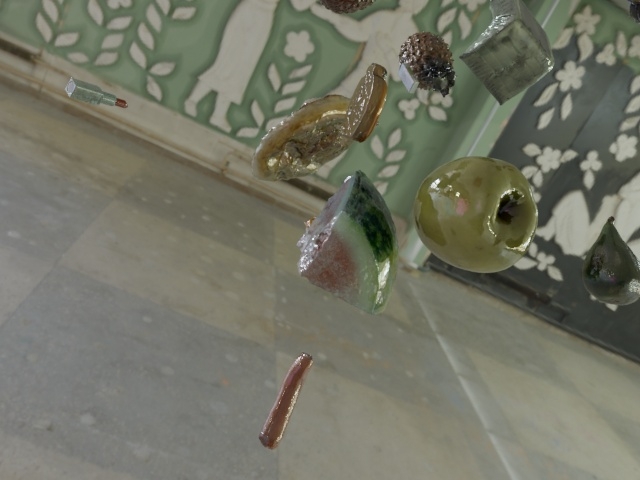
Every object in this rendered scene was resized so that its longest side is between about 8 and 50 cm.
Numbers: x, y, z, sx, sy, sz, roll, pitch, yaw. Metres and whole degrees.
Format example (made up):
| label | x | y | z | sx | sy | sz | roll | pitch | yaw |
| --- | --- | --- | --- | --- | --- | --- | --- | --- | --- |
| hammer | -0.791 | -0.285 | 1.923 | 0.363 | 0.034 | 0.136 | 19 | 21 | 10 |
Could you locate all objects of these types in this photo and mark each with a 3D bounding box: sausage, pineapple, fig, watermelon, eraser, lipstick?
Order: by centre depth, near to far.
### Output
| label | x | y | z | sx | sy | sz | roll | pitch | yaw |
| --- | --- | --- | --- | --- | --- | --- | --- | --- | --- |
| sausage | -0.060 | 0.284 | 1.035 | 0.040 | 0.177 | 0.047 | 24 | -13 | 1 |
| fig | 0.558 | 0.038 | 1.122 | 0.117 | 0.117 | 0.178 | 20 | 54 | -28 |
| lipstick | -0.436 | -0.285 | 1.153 | 0.129 | 0.030 | 0.030 | 7 | 39 | -54 |
| watermelon | 0.059 | 0.011 | 1.288 | 0.231 | 0.311 | 0.193 | -7 | 16 | 0 |
| eraser | 0.233 | -0.433 | 1.545 | 0.019 | 0.038 | 0.083 | -6 | 54 | -23 |
| pineapple | 0.403 | -0.615 | 2.070 | 0.201 | 0.202 | 0.362 | 21 | 25 | -23 |

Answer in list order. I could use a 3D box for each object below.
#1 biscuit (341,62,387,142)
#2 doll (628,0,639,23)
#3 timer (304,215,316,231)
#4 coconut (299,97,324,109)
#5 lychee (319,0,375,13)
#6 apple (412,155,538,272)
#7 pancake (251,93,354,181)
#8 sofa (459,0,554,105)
| label | x | y | z | sx | sy | sz | roll | pitch | yaw |
| --- | --- | --- | --- | --- | --- | --- | --- | --- | --- |
| biscuit | 0.100 | -0.278 | 1.191 | 0.050 | 0.171 | 0.170 | 17 | 18 | -14 |
| doll | 0.925 | -0.675 | 1.672 | 0.195 | 0.070 | 0.096 | 38 | -8 | -37 |
| timer | 0.000 | 0.000 | 1.730 | 0.132 | 0.132 | 0.152 | 0 | 59 | -59 |
| coconut | 0.010 | -0.415 | 2.113 | 0.224 | 0.234 | 0.224 | 25 | 25 | -13 |
| lychee | 0.040 | -0.542 | 1.172 | 0.197 | 0.165 | 0.165 | -3 | 3 | 25 |
| apple | 0.333 | -0.060 | 1.260 | 0.262 | 0.263 | 0.262 | 26 | 16 | -8 |
| pancake | -0.036 | -0.276 | 1.697 | 0.386 | 0.386 | 0.082 | -1 | 60 | -60 |
| sofa | 0.506 | -0.530 | 1.585 | 0.210 | 0.176 | 0.226 | 37 | 40 | -26 |
